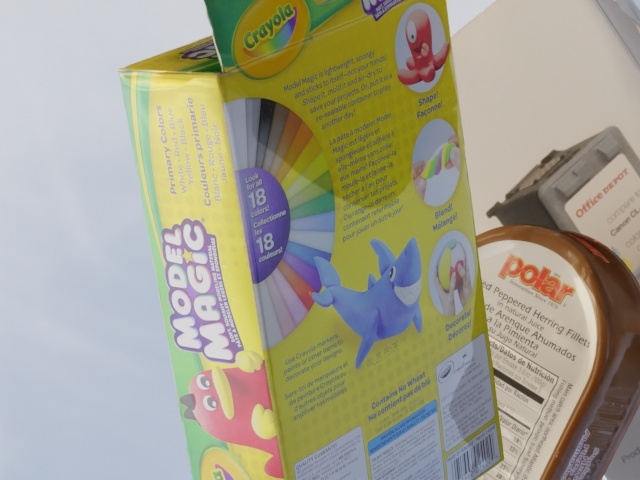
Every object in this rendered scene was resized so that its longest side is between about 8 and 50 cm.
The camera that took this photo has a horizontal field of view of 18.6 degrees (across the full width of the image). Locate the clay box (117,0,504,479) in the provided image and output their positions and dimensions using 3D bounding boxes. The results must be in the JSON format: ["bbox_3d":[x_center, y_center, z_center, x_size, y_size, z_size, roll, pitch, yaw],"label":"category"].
[{"bbox_3d":[0.000,0.000,0.701,0.053,0.222,0.127,5,-159,39],"label":"clay box"}]

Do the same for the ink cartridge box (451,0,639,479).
[{"bbox_3d":[0.193,0.029,0.967,0.226,0.131,0.306,13,-137,-57],"label":"ink cartridge box"}]

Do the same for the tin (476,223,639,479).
[{"bbox_3d":[0.070,0.083,0.835,0.106,0.189,0.040,30,-170,35],"label":"tin"}]

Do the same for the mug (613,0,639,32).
[{"bbox_3d":[0.160,-0.194,0.721,0.374,0.276,0.328,-13,-130,-36],"label":"mug"}]
